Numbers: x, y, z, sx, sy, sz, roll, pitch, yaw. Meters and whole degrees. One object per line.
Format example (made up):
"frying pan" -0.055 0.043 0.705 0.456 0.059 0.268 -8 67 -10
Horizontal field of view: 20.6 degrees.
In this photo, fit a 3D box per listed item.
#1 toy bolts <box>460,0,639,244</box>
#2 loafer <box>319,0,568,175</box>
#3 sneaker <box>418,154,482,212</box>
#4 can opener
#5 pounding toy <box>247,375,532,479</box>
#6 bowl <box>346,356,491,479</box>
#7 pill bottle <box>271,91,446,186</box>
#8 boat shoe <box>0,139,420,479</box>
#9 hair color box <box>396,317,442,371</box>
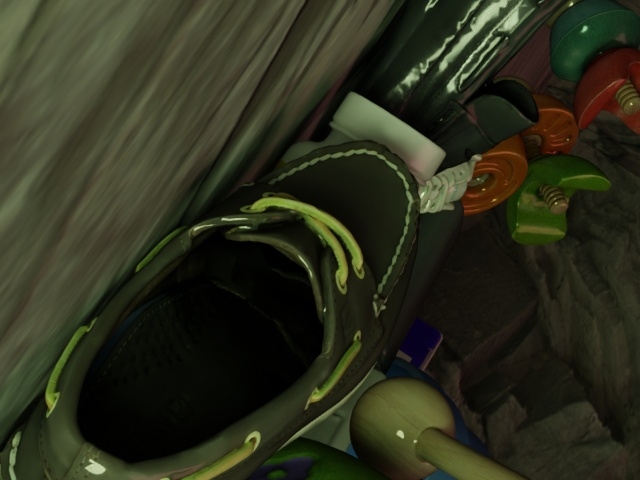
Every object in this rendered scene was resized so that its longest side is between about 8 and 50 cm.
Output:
"toy bolts" 0.182 -0.132 1.556 0.218 0.158 0.228 7 137 -39
"loafer" 0.059 -0.067 0.782 0.223 0.078 0.076 -58 174 21
"sneaker" 0.057 -0.041 1.043 0.053 0.061 0.152 -57 174 32
"can opener" 0.021 0.048 1.124 0.280 0.074 0.093 -55 161 -46
"pounding toy" -0.026 0.099 0.779 0.237 0.110 0.183 -18 -166 -20
"bowl" -0.035 0.252 1.124 0.391 0.077 0.391 -45 -163 18
"pill bottle" 0.000 0.000 0.719 0.116 0.065 0.065 -57 175 2
"boat shoe" -0.021 0.027 0.586 0.228 0.081 0.068 -48 175 -45
"hair color box" -0.019 0.191 1.540 0.185 0.110 0.339 -55 177 -30
